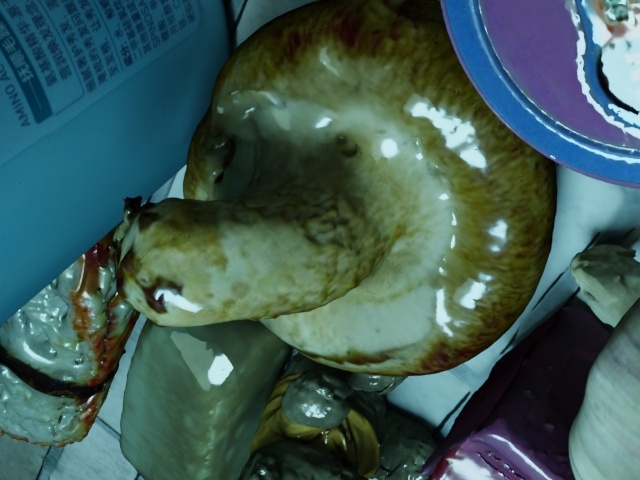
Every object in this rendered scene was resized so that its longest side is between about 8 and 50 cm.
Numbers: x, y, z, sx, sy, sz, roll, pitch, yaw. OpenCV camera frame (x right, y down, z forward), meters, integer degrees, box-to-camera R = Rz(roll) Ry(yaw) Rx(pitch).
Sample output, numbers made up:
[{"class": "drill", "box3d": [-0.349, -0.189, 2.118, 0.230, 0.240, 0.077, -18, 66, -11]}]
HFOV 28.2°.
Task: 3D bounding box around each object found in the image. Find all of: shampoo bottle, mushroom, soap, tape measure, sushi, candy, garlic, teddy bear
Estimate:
[{"class": "shampoo bottle", "box3d": [-0.281, -0.102, 0.849, 0.331, 0.342, 0.331, 21, 133, 24]}, {"class": "mushroom", "box3d": [0.015, -0.007, 0.820, 0.267, 0.254, 0.267, 27, 161, 10]}, {"class": "soap", "box3d": [0.205, 0.175, 0.839, 0.250, 0.162, 0.099, 41, 131, 1]}, {"class": "tape measure", "box3d": [0.182, -0.148, 0.616, 0.245, 0.149, 0.231, -8, 114, 32]}, {"class": "sushi", "box3d": [-0.228, 0.075, 1.111, 0.130, 0.124, 0.332, 28, 135, 1]}, {"class": "candy", "box3d": [-0.097, 0.128, 1.059, 0.104, 0.102, 0.234, 38, 140, 23]}, {"class": "garlic", "box3d": [0.224, 0.059, 0.724, 0.253, 0.245, 0.245, 48, 151, 49]}, {"class": "teddy bear", "box3d": [0.000, 0.169, 0.963, 0.140, 0.190, 0.177, 2, 129, 28]}]
